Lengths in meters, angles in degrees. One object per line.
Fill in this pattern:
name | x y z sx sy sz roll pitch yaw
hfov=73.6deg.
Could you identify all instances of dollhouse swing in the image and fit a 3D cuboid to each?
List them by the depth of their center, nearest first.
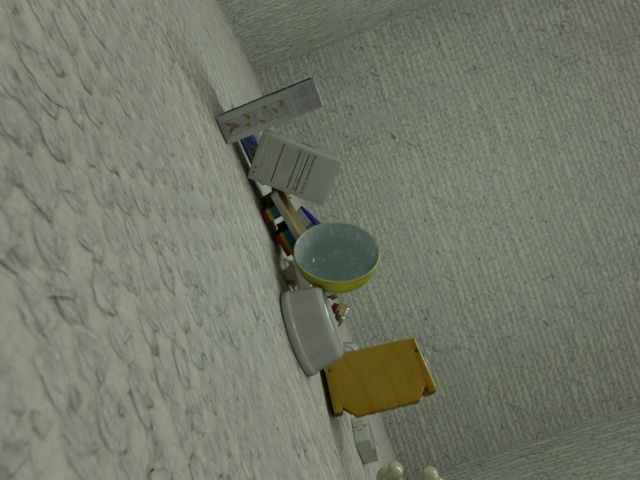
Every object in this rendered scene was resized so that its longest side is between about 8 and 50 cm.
dollhouse swing | 0.207 0.554 1.587 0.315 0.346 0.305 -106 -174 -51

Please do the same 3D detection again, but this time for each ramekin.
ramekin | -0.018 0.268 1.330 0.273 0.127 0.273 -21 90 -87

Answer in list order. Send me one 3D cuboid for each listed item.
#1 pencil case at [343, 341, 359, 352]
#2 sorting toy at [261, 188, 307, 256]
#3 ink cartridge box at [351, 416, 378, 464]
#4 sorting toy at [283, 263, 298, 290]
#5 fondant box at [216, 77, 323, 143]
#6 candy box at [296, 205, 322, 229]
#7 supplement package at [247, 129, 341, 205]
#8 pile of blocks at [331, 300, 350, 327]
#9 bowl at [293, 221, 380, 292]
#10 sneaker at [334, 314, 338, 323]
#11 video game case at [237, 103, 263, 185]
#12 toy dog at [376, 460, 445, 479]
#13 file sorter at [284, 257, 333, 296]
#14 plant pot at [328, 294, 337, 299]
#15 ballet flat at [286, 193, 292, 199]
pencil case | 0.140 0.590 2.210 0.273 0.113 0.124 59 35 -76
sorting toy | -0.139 -0.076 1.628 0.257 0.089 0.255 61 6 -17
ink cartridge box | 0.185 0.834 1.830 0.198 0.067 0.115 -93 163 -75
sorting toy | -0.102 0.142 1.525 0.083 0.044 0.075 -107 -177 -50
fondant box | -0.164 -0.438 1.425 0.238 0.330 0.096 -102 170 -69
candy box | 0.000 0.000 2.087 0.268 0.122 0.317 41 6 -29
supplement package | -0.096 -0.271 1.564 0.177 0.292 0.175 -103 -146 -71
pile of blocks | 0.079 0.429 2.474 0.112 0.149 0.362 27 -15 5
bowl | 0.054 0.085 1.479 0.156 0.289 0.290 90 -12 -44
sneaker | 0.070 0.462 2.285 0.054 0.061 0.152 67 5 -70
video game case | -0.274 -0.400 1.774 0.244 0.061 0.270 -108 176 -56
toy dog | 0.289 0.961 1.453 0.408 0.284 0.396 67 40 -61
file sorter | 0.018 0.112 1.670 0.173 0.277 0.193 39 30 -76
plant pot | -0.002 0.205 2.210 0.237 0.109 0.238 -21 90 -86
ballet flat | -0.181 -0.225 2.152 0.241 0.077 0.091 56 13 -80
